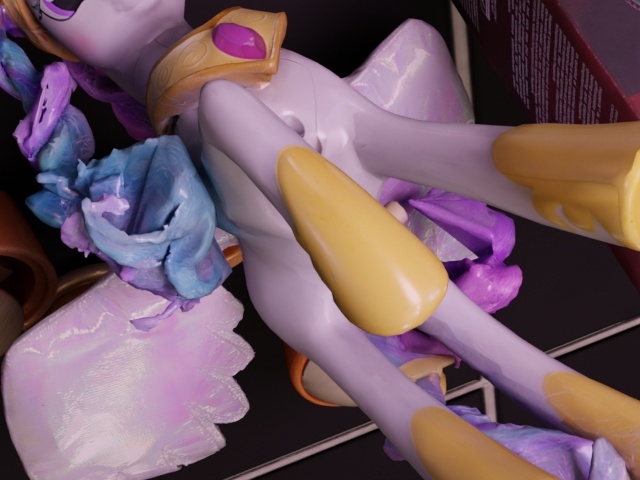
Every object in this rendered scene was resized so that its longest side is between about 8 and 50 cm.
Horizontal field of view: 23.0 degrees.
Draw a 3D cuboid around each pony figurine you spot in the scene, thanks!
[{"bbox_3d":[0.000,0.000,0.680,0.303,0.363,0.351,-41,141,-17],"label":"pony figurine"}]

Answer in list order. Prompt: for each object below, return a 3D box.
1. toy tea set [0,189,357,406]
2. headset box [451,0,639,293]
[{"bbox_3d":[-0.062,0.038,0.882,0.336,0.124,0.200,-13,141,-17],"label":"toy tea set"},{"bbox_3d":[0.193,-0.118,0.708,0.218,0.293,0.110,-20,142,-7],"label":"headset box"}]
